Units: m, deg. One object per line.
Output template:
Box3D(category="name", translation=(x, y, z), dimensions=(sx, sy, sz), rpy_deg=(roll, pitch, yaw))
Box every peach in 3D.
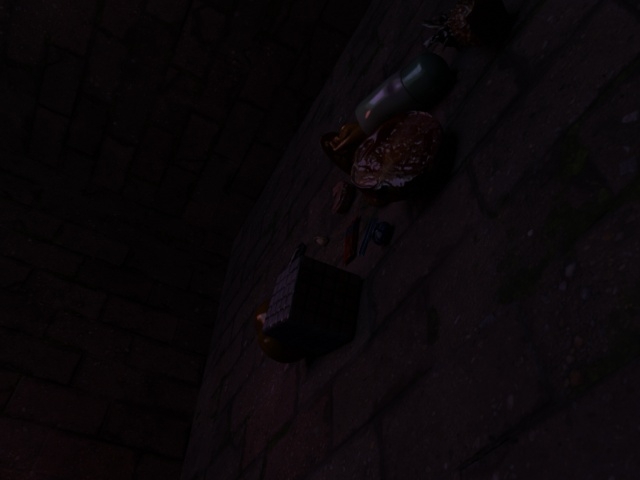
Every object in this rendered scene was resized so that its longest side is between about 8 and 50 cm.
Box3D(category="peach", translation=(-0.127, 0.321, 1.898), dimensions=(0.153, 0.251, 0.251), rpy_deg=(-29, 35, 25))

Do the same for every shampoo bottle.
Box3D(category="shampoo bottle", translation=(0.290, -0.498, 1.794), dimensions=(0.349, 0.222, 0.151), rpy_deg=(-33, 70, 45))

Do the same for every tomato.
Box3D(category="tomato", translation=(0.254, -0.233, 1.602), dimensions=(0.309, 0.170, 0.309), rpy_deg=(-15, 55, 23))

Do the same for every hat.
Box3D(category="hat", translation=(0.161, -0.416, 2.084), dimensions=(0.233, 0.244, 0.233), rpy_deg=(-36, 40, 34))

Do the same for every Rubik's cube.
Box3D(category="Rubik's cube", translation=(-0.028, 0.219, 1.743), dimensions=(0.237, 0.237, 0.238), rpy_deg=(-43, 29, 56))

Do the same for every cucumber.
Box3D(category="cucumber", translation=(-0.121, 0.091, 2.492), dimensions=(0.181, 0.053, 0.053), rpy_deg=(-64, 17, 7))

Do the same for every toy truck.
Box3D(category="toy truck", translation=(0.178, -0.003, 1.684), dimensions=(0.063, 0.074, 0.136), rpy_deg=(-6, 64, 70))

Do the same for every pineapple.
Box3D(category="pineapple", translation=(0.437, -0.668, 1.626), dimensions=(0.165, 0.165, 0.364), rpy_deg=(-64, 15, 9))

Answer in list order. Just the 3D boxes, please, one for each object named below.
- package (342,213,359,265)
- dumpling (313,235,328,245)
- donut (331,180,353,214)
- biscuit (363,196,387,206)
Box3D(category="package", translation=(0.114, -0.003, 1.960), dimensions=(0.083, 0.022, 0.200), rpy_deg=(-46, 26, 48))
Box3D(category="dumpling", translation=(0.001, -0.001, 2.232), dimensions=(0.077, 0.059, 0.043), rpy_deg=(-162, 86, -71))
Box3D(category="donut", translation=(0.096, -0.189, 2.179), dimensions=(0.117, 0.065, 0.166), rpy_deg=(-53, 23, 41))
Box3D(category="biscuit", translation=(0.229, -0.251, 1.849), dimensions=(0.296, 0.075, 0.296), rpy_deg=(-55, 21, 34))
